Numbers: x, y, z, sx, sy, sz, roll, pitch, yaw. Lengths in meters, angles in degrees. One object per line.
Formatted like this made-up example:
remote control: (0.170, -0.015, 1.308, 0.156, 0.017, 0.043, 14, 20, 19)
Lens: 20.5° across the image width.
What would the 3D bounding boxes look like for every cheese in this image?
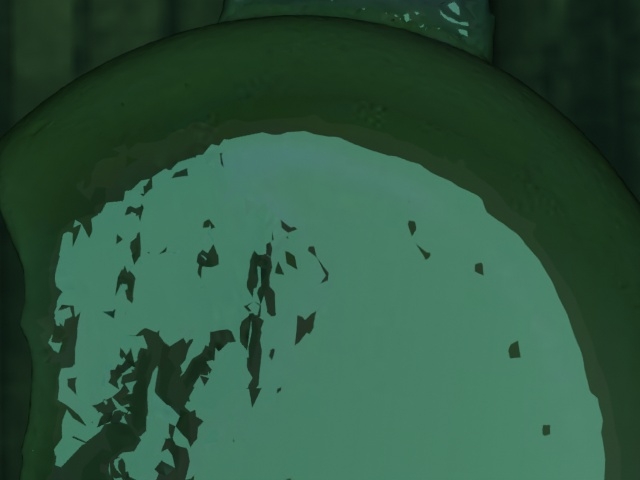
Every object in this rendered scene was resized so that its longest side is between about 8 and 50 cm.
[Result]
cheese: (0.000, 0.000, 0.349, 0.163, 0.082, 0.286, 4, 82, 4)
